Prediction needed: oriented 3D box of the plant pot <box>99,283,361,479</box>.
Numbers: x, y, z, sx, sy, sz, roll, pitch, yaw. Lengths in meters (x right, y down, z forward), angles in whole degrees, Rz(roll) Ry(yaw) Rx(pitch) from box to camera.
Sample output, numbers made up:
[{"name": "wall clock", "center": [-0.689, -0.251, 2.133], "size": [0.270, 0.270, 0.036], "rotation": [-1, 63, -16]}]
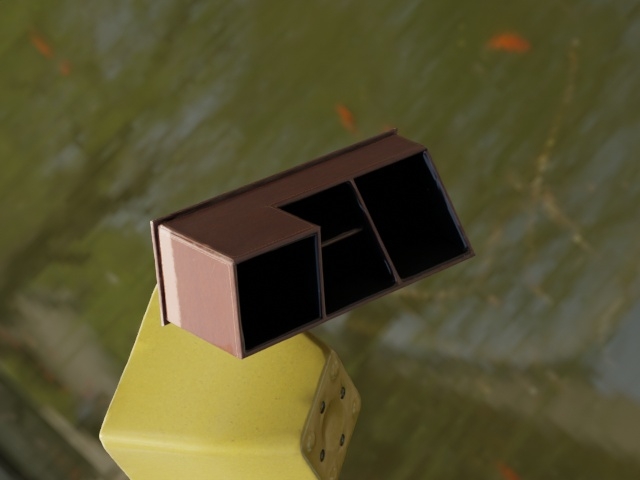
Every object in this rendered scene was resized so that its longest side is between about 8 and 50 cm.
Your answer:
[{"name": "plant pot", "center": [-0.031, 0.072, 0.823], "size": [0.083, 0.081, 0.081], "rotation": [6, 150, 22]}]

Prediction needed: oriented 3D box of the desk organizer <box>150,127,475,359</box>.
[{"name": "desk organizer", "center": [0.000, 0.000, 0.781], "size": [0.050, 0.130, 0.047], "rotation": [24, 127, 45]}]
